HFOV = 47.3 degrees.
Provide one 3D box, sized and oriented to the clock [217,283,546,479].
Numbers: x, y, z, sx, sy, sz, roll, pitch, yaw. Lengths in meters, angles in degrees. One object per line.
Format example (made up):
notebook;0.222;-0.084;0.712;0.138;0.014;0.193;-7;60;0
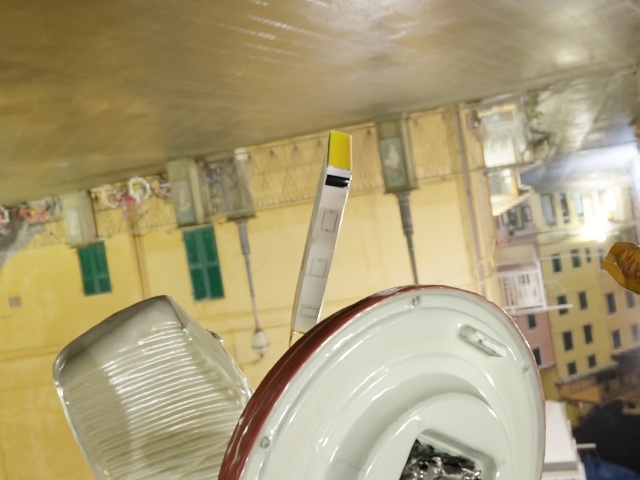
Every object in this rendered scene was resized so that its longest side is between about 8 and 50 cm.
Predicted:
clock;0.064;0.189;0.539;0.319;0.318;0.080;-10;-167;-38

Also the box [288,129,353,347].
box;0.000;0.000;0.894;0.033;0.247;0.129;10;-152;-4

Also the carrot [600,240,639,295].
carrot;0.330;0.051;0.637;0.171;0.042;0.042;28;-162;22

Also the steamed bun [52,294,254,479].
steamed bun;-0.213;0.270;1.083;0.247;0.383;0.236;-33;-171;-7
